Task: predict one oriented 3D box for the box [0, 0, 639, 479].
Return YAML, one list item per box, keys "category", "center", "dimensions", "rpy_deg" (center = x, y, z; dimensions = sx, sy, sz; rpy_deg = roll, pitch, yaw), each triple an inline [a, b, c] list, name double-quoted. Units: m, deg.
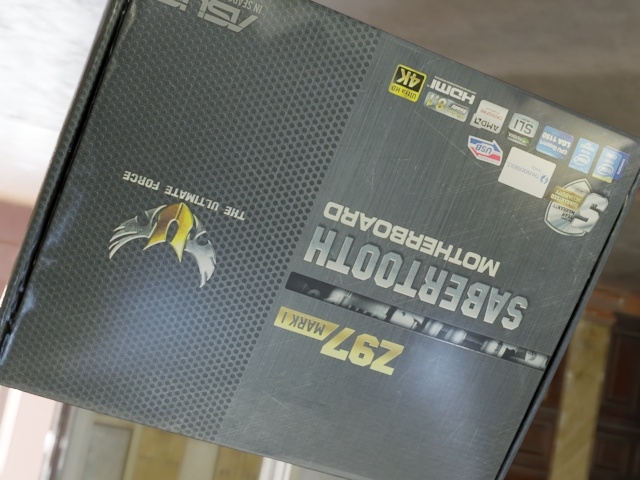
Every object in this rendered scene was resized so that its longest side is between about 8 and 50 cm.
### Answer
- category: "box"
  center: [0.000, 0.000, 0.457]
  dimensions: [0.233, 0.183, 0.059]
  rpy_deg: [20, -168, -18]
